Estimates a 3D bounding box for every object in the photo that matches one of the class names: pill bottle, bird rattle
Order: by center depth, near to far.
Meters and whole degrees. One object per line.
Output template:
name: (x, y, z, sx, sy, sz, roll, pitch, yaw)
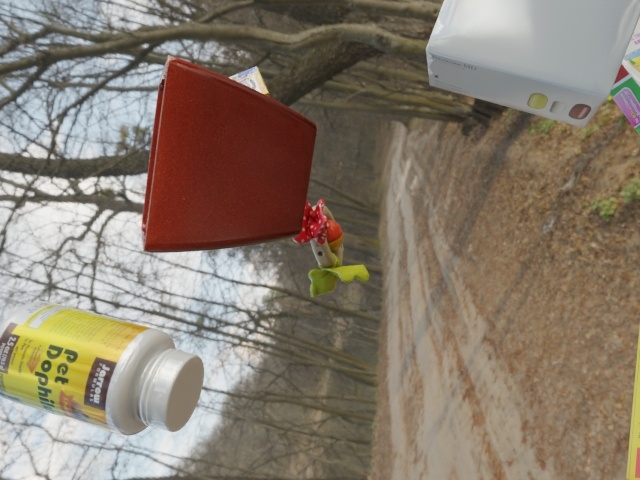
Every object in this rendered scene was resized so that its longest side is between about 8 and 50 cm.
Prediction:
pill bottle: (-0.246, 0.145, 0.592, 0.117, 0.215, 0.117, 11, -90, -77)
bird rattle: (0.000, 0.000, 1.235, 0.253, 0.143, 0.207, 60, -162, -19)

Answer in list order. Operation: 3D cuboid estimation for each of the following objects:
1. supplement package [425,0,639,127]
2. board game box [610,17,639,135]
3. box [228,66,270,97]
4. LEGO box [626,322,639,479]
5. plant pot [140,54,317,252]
supplement package: (0.321, -0.320, 0.803, 0.145, 0.262, 0.203, 22, -91, -74)
board game box: (0.682, -0.368, 1.068, 0.064, 0.243, 0.316, 102, 148, -66)
box: (-0.173, -0.284, 1.037, 0.028, 0.136, 0.081, 73, 175, -61)
LEGO box: (0.792, 0.312, 0.962, 0.499, 0.373, 0.193, -68, 11, -25)
plant pot: (-0.153, -0.116, 0.856, 0.267, 0.236, 0.267, -157, 75, -69)
